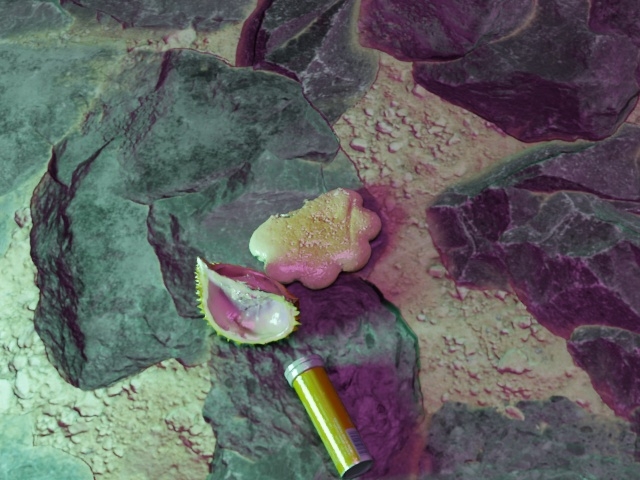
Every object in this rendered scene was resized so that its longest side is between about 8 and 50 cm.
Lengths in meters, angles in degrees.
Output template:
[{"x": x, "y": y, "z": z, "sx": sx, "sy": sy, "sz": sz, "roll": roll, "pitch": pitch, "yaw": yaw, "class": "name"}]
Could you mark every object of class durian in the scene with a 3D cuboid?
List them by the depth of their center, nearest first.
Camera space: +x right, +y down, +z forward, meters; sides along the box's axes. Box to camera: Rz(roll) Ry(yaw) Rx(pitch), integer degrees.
[{"x": -0.135, "y": 0.107, "z": 2.033, "sx": 0.183, "sy": 0.132, "sz": 0.165, "roll": -4, "pitch": 67, "yaw": -12, "class": "durian"}]

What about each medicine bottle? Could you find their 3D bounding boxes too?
[{"x": 0.015, "y": 0.302, "z": 1.927, "sx": 0.074, "sy": 0.074, "sz": 0.218, "roll": -23, "pitch": 59, "yaw": -11, "class": "medicine bottle"}]

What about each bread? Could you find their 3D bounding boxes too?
[{"x": 0.000, "y": 0.000, "z": 2.146, "sx": 0.251, "sy": 0.039, "sz": 0.181, "roll": -26, "pitch": 58, "yaw": -13, "class": "bread"}]
